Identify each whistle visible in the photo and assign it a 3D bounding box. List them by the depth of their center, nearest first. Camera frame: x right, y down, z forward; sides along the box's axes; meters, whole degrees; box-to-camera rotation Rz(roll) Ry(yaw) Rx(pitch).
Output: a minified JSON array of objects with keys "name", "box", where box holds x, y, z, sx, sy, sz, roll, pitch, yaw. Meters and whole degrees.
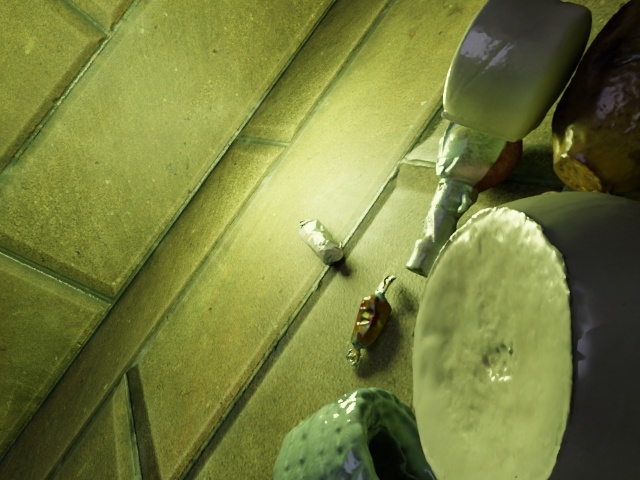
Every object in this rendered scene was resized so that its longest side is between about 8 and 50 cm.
[{"name":"whistle","box":[0.245,-0.097,0.743,0.142,0.134,0.345,19,84,54]}]

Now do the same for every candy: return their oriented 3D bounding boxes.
[{"name":"candy","box":[0.090,0.137,0.771,0.053,0.046,0.181,6,66,57]}]

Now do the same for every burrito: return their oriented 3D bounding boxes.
[{"name":"burrito","box":[0.001,0.000,1.017,0.064,0.064,0.203,-50,29,4]}]

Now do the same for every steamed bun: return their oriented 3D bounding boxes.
[{"name":"steamed bun","box":[0.231,0.114,0.404,0.324,0.207,0.323,-169,90,-81]},{"name":"steamed bun","box":[0.288,-0.262,0.627,0.146,0.164,0.242,30,44,23]}]

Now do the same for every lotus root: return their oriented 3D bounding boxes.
[{"name":"lotus root","box":[0.403,-0.187,0.562,0.193,0.193,0.290,19,77,58]}]

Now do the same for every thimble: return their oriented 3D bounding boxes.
[{"name":"thimble","box":[0.052,0.310,0.492,0.172,0.205,0.250,-41,51,19]}]

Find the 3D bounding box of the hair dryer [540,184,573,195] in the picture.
[{"name":"hair dryer","box":[0.350,-0.062,0.624,0.037,0.063,0.114,-5,40,53]}]
